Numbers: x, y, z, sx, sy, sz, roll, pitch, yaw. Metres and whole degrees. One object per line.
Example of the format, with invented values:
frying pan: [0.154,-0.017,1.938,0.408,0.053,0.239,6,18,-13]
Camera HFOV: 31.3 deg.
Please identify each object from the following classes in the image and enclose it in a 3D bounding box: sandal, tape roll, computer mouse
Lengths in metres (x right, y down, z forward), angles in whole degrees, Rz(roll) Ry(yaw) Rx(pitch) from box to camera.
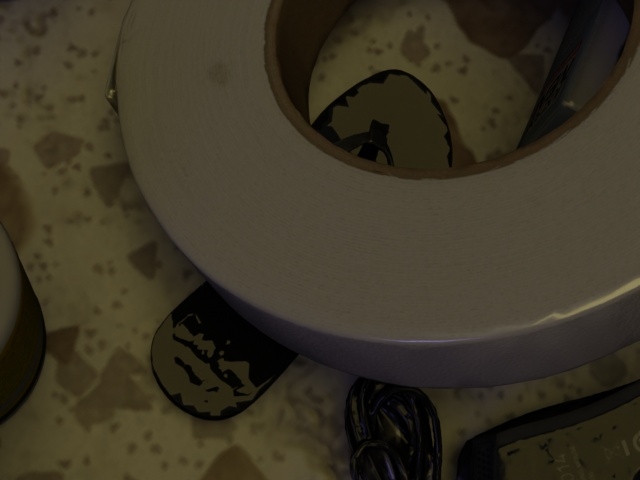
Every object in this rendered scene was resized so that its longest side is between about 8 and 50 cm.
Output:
sandal: [0.000,0.001,0.686,0.097,0.054,0.254,35,73,2]
tape roll: [0.074,-0.109,0.637,0.392,0.072,0.392,-8,63,15]
computer mouse: [0.158,0.142,0.669,0.272,0.072,0.189,-13,79,1]

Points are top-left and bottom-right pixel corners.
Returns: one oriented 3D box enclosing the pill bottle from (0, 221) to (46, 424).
pill bottle: [-0.204,0.035,0.566,0.119,0.208,0.119,2,74,-8]

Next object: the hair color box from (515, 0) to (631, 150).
hair color box: [0.286,-0.184,0.750,0.185,0.113,0.375,25,73,0]
